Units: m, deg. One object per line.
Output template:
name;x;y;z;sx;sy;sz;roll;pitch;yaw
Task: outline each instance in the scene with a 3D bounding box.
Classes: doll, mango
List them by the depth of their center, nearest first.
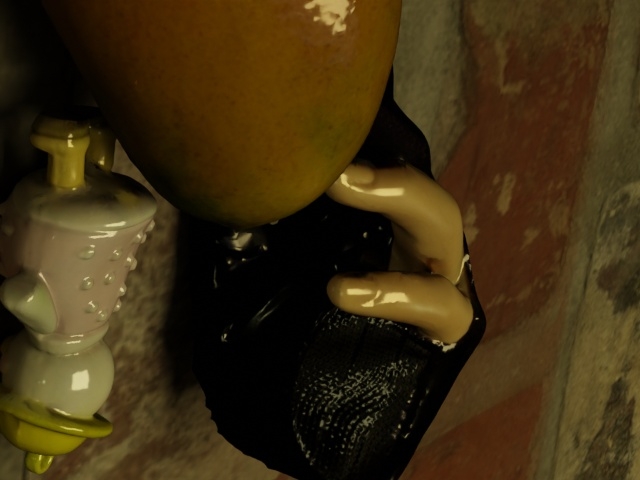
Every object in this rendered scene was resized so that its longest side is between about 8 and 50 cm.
mango;-0.047;-0.134;0.959;0.254;0.175;0.139;62;18;-23
doll;-0.135;0.030;1.025;0.129;0.081;0.207;-35;139;-65

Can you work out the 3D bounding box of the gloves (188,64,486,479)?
gloves;0.003;0.001;1.143;0.152;0.197;0.301;-45;150;-41
